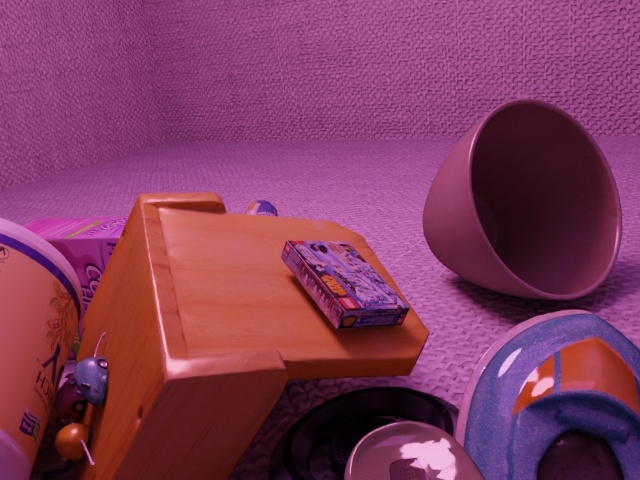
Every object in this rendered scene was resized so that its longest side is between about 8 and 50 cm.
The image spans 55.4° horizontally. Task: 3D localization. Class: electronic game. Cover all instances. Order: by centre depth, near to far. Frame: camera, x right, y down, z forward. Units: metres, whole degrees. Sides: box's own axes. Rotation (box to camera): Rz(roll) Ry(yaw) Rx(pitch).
[{"bbox_3d":[0.055,0.231,0.667,0.229,0.048,0.229,-12,17,4],"label":"electronic game"}]

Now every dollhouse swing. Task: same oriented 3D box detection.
[{"bbox_3d":[-0.102,0.136,0.759,0.304,0.315,0.347,18,23,-31],"label":"dollhouse swing"}]

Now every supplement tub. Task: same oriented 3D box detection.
[{"bbox_3d":[-0.401,0.155,0.624,0.240,0.241,0.331,-6,44,2],"label":"supplement tub"}]

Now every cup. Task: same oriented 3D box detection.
[{"bbox_3d":[0.315,-0.045,1.068,0.331,0.331,0.237,-17,-5,-29],"label":"cup"}]

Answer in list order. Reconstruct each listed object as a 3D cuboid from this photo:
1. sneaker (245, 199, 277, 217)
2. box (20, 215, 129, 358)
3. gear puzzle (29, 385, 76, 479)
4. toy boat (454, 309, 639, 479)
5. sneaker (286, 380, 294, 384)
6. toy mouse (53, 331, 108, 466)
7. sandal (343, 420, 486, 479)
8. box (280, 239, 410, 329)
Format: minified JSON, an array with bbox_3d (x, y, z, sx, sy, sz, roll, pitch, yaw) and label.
[{"bbox_3d":[-0.125,-0.006,1.396,0.130,0.112,0.296,13,22,4],"label":"sneaker"},{"bbox_3d":[-0.387,0.078,1.018,0.242,0.214,0.117,-1,19,15],"label":"box"},{"bbox_3d":[-0.457,0.270,0.749,0.338,0.044,0.175,-12,29,-5],"label":"gear puzzle"},{"bbox_3d":[0.271,0.182,0.489,0.318,0.148,0.268,11,60,8],"label":"toy boat"},{"bbox_3d":[-0.077,0.170,0.840,0.236,0.105,0.095,-38,41,-21],"label":"sneaker"},{"bbox_3d":[-0.273,0.171,0.687,0.031,0.143,0.161,19,-22,-30],"label":"toy mouse"},{"bbox_3d":[0.073,0.173,0.312,0.120,0.086,0.303,-10,18,-12],"label":"sandal"},{"bbox_3d":[0.026,0.047,0.696,0.093,0.027,0.137,3,31,-35],"label":"box"}]
